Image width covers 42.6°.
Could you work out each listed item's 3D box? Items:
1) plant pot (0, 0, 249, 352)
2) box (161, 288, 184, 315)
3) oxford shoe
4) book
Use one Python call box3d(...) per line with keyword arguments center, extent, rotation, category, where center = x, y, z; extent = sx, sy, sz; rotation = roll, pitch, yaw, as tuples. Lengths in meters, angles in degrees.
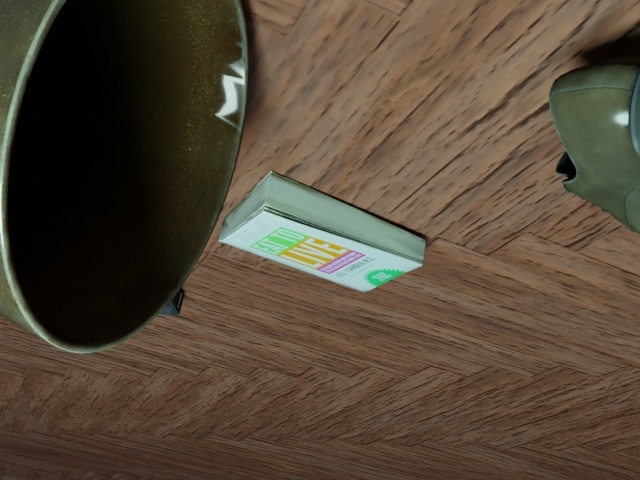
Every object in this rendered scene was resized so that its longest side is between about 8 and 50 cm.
box3d(center=(-0.189, -0.077, 0.441), extent=(0.231, 0.215, 0.215), rotation=(16, 154, 17), category="plant pot")
box3d(center=(-0.205, 0.023, 0.774), extent=(0.116, 0.029, 0.162), rotation=(3, 152, 10), category="box")
box3d(center=(0.205, -0.043, 0.514), extent=(0.096, 0.082, 0.227), rotation=(10, 158, 40), category="oxford shoe")
box3d(center=(0.000, 0.000, 0.680), extent=(0.144, 0.035, 0.096), rotation=(20, 153, -22), category="book")
